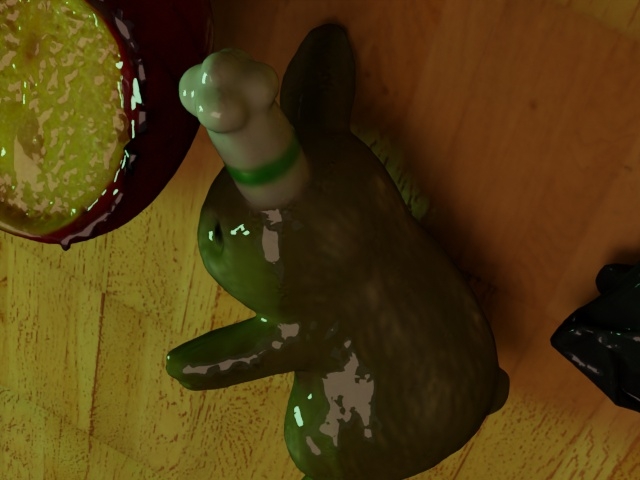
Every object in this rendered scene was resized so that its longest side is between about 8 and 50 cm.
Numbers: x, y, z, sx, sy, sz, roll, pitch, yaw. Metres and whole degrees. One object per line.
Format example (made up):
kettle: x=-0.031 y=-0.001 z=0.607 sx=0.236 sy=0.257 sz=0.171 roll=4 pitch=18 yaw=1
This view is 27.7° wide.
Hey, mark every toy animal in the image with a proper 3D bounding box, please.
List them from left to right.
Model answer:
toy animal: x=-0.012 y=0.010 z=0.891 sx=0.180 sy=0.181 sz=0.363 roll=-16 pitch=122 yaw=29

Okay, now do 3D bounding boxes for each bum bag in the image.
bum bag: x=0.249 y=0.031 z=0.815 sx=0.123 sy=0.060 sz=0.248 roll=34 pitch=139 yaw=3

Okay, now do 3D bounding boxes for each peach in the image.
peach: x=-0.162 y=-0.110 z=0.824 sx=0.190 sy=0.226 sz=0.196 roll=20 pitch=154 yaw=-19
